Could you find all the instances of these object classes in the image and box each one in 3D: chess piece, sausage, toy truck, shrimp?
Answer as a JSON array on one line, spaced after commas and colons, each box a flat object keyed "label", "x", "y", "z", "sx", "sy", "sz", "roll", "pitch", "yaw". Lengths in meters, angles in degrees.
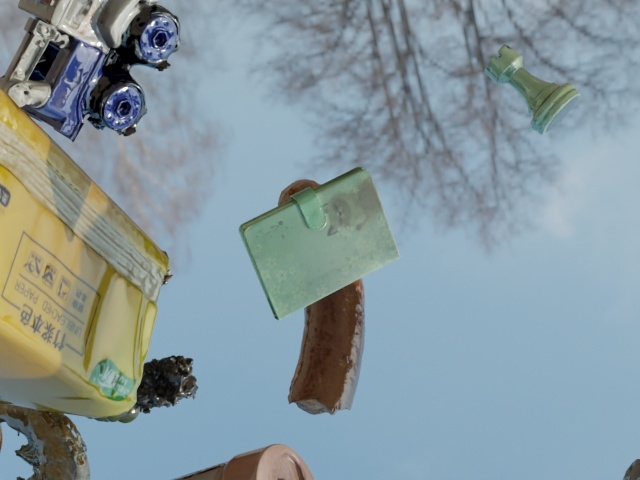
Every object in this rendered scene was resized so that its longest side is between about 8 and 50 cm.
[{"label": "chess piece", "x": 0.239, "y": -0.176, "z": 1.477, "sx": 0.103, "sy": 0.067, "sz": 0.067, "roll": 44, "pitch": -131, "yaw": 13}, {"label": "sausage", "x": 0.004, "y": 0.069, "z": 1.530, "sx": 0.103, "sy": 0.302, "sz": 0.076, "roll": 11, "pitch": 153, "yaw": -28}, {"label": "toy truck", "x": -0.291, "y": -0.235, "z": 1.526, "sx": 0.161, "sy": 0.213, "sz": 0.177, "roll": 28, "pitch": -179, "yaw": 38}, {"label": "shrimp", "x": -0.352, "y": 0.271, "z": 1.515, "sx": 0.058, "sy": 0.173, "sz": 0.253, "roll": -35, "pitch": 169, "yaw": -50}]

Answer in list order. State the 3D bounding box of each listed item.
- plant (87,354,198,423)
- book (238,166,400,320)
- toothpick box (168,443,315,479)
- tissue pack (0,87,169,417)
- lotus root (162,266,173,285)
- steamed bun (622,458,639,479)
[{"label": "plant", "x": -0.235, "y": 0.197, "z": 1.701, "sx": 0.174, "sy": 0.085, "sz": 0.087, "roll": -24, "pitch": -136, "yaw": 21}, {"label": "book", "x": 0.000, "y": 0.000, "z": 1.193, "sx": 0.135, "sy": 0.103, "sz": 0.017, "roll": -26, "pitch": -160, "yaw": -16}, {"label": "toothpick box", "x": -0.085, "y": 0.235, "z": 1.075, "sx": 0.149, "sy": 0.098, "sz": 0.098, "roll": -22, "pitch": -162, "yaw": 27}, {"label": "tissue pack", "x": -0.365, "y": 0.010, "z": 1.266, "sx": 0.293, "sy": 0.382, "sz": 0.228, "roll": 6, "pitch": -115, "yaw": 24}, {"label": "lotus root", "x": -0.262, "y": 0.044, "z": 1.715, "sx": 0.152, "sy": 0.063, "sz": 0.072, "roll": 4, "pitch": -144, "yaw": 24}, {"label": "steamed bun", "x": 0.410, "y": 0.300, "z": 1.299, "sx": 0.346, "sy": 0.237, "sz": 0.394, "roll": -39, "pitch": -168, "yaw": 34}]
